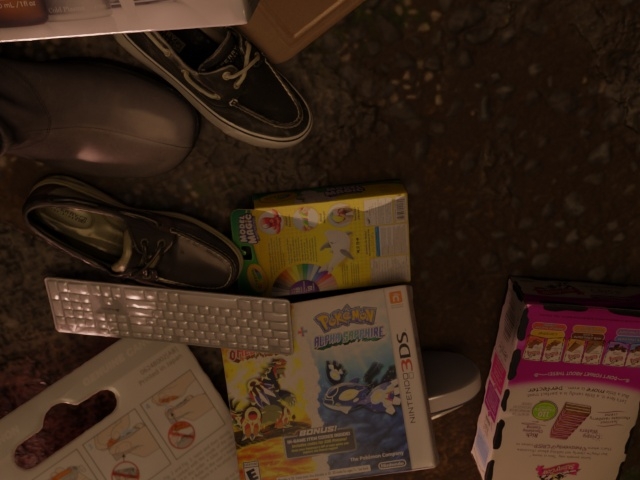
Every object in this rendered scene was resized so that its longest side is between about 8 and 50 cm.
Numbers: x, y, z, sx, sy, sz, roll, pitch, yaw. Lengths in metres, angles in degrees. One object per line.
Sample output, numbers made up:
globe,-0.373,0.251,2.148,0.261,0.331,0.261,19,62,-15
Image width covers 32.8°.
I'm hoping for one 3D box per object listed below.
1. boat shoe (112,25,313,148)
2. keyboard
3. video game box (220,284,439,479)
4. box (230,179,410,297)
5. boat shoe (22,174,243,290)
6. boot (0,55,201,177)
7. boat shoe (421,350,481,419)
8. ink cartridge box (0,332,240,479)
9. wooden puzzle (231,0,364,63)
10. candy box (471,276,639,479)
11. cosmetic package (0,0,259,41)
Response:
boat shoe,-0.094,-0.159,1.003,0.219,0.070,0.077,32,71,-17
keyboard,-0.153,0.076,1.099,0.256,0.014,0.072,5,132,10
video game box,0.007,0.152,1.116,0.205,0.048,0.187,-10,81,10
box,0.000,0.000,1.115,0.179,0.043,0.105,-6,115,-5
boat shoe,-0.187,0.006,1.068,0.224,0.073,0.080,22,115,-7
boot,-0.273,-0.093,0.944,0.338,0.222,0.118,10,112,-10
boat shoe,0.053,0.190,1.187,0.258,0.095,0.084,-13,119,11
ink cartridge box,-0.196,0.318,1.161,0.308,0.091,0.385,-34,98,-20
wooden puzzle,-0.011,-0.290,0.955,0.239,0.044,0.221,-33,137,11
candy box,0.268,0.161,1.200,0.159,0.071,0.233,5,113,-9
cosmetic package,-0.246,-0.286,0.769,0.377,0.097,0.284,-3,120,10
